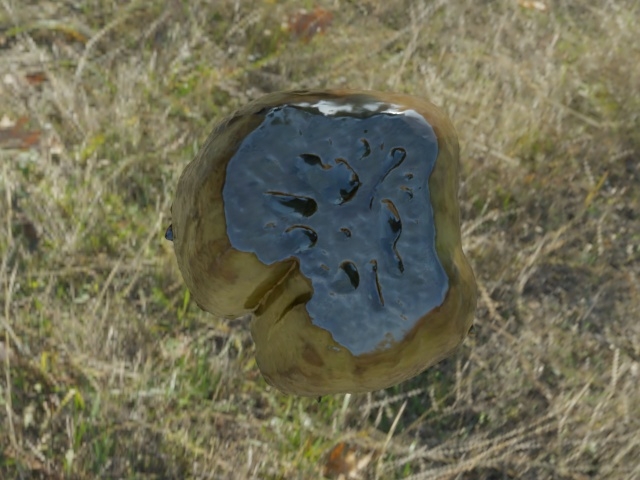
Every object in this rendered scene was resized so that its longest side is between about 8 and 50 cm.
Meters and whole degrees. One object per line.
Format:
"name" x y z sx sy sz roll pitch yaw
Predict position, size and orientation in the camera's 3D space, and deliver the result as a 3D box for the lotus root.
"lotus root" 0.000 0.000 0.989 0.316 0.250 0.316 0 81 -3
